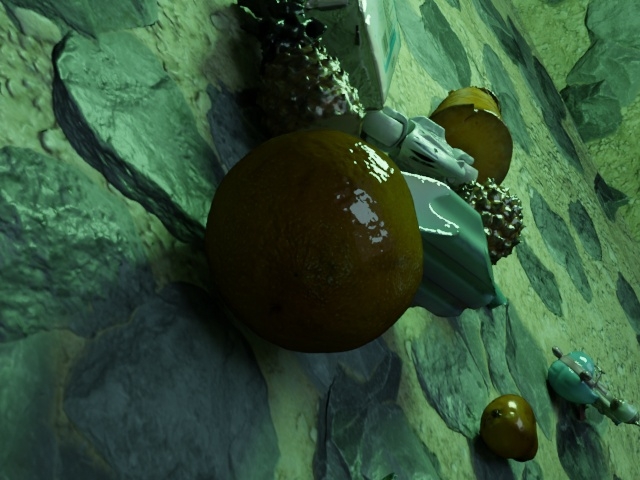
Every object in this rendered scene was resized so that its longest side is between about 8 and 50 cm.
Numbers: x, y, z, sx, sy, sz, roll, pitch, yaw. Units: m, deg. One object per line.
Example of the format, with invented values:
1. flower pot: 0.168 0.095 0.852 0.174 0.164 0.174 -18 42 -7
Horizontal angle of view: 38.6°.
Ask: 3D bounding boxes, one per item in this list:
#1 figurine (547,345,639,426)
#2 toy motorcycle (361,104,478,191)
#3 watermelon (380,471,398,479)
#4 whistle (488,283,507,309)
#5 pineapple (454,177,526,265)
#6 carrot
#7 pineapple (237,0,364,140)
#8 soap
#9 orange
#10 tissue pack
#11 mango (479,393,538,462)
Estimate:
1. figurine: 0.565 0.327 1.884 0.260 0.103 0.205 44 7 -41
2. toy motorcycle: 0.182 -0.155 1.604 0.254 0.112 0.112 26 43 -29
3. watermelon: 0.082 0.372 1.055 0.139 0.071 0.187 56 19 -30
4. whistle: 0.292 0.055 1.723 0.186 0.039 0.039 54 29 -20
5. pineapple: 0.282 -0.032 1.605 0.193 0.166 0.166 -26 89 -26
6. carrot: 0.274 -0.211 1.793 0.196 0.196 0.254 54 19 -18
7. pineapple: -0.040 -0.250 1.313 0.170 0.141 0.310 48 18 -59
8. soap: 0.129 0.011 1.301 0.324 0.192 0.109 32 41 -47
9. orange: 0.000 0.000 1.031 0.264 0.264 0.264 41 35 -37
10. tissue pack: 0.055 -0.351 1.519 0.271 0.124 0.201 -74 150 -55
11. mango: 0.307 0.305 1.483 0.159 0.084 0.105 52 40 -59
